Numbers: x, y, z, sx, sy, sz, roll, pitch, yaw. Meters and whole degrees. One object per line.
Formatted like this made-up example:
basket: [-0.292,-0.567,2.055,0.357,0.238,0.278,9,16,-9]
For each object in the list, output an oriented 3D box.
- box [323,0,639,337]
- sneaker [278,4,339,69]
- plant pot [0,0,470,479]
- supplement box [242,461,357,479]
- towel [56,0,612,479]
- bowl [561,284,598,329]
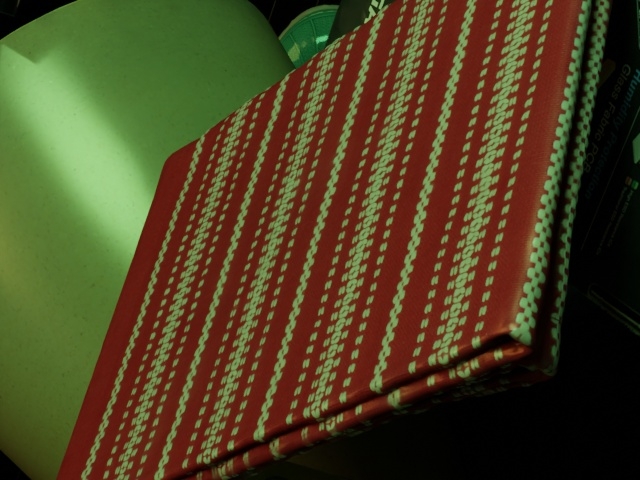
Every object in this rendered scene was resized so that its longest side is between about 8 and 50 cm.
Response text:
box: [0.141,-0.124,0.587,0.293,0.073,0.296,38,115,46]
sneaker: [-0.007,-0.004,1.161,0.121,0.108,0.302,-118,39,-69]
plant pot: [-0.054,0.057,0.845,0.274,0.256,0.256,52,133,27]
supplement box: [-0.028,0.289,0.718,0.194,0.195,0.357,-93,24,-52]
towel: [0.000,0.000,0.619,0.275,0.031,0.199,-28,38,46]
bowl: [0.120,-0.145,0.888,0.391,0.077,0.391,-164,90,-75]
